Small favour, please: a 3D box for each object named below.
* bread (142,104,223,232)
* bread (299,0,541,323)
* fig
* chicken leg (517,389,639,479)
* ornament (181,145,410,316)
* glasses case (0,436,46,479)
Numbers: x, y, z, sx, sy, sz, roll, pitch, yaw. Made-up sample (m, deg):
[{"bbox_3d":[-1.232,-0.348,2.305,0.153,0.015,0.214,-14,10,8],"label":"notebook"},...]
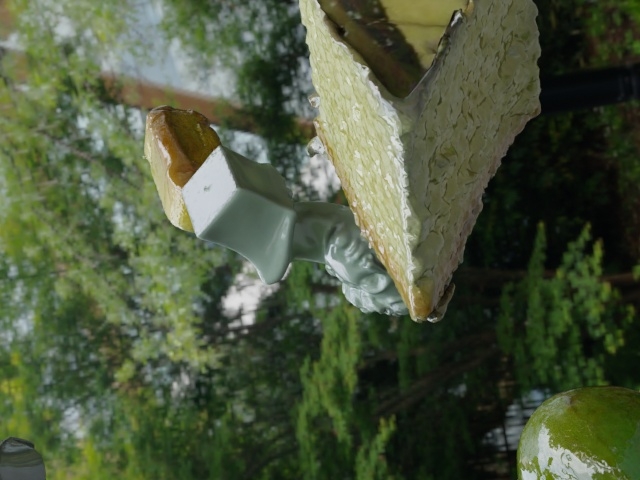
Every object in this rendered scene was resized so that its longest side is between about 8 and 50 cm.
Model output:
[{"bbox_3d":[-0.188,-0.111,1.350,0.245,0.102,0.094,-118,33,-49],"label":"bread"},{"bbox_3d":[0.053,-0.055,0.437,0.147,0.127,0.152,79,-177,-50],"label":"bread"},{"bbox_3d":[0.299,0.241,0.959,0.191,0.181,0.181,-127,19,-59],"label":"fig"},{"bbox_3d":[0.392,0.332,1.318,0.361,0.211,0.140,-55,-28,-31],"label":"chicken leg"},{"bbox_3d":[-0.008,-0.007,0.980,0.120,0.285,0.130,-57,24,32],"label":"ornament"},{"bbox_3d":[-0.423,0.406,1.182,0.128,0.083,0.308,104,-177,-80],"label":"glasses case"}]
